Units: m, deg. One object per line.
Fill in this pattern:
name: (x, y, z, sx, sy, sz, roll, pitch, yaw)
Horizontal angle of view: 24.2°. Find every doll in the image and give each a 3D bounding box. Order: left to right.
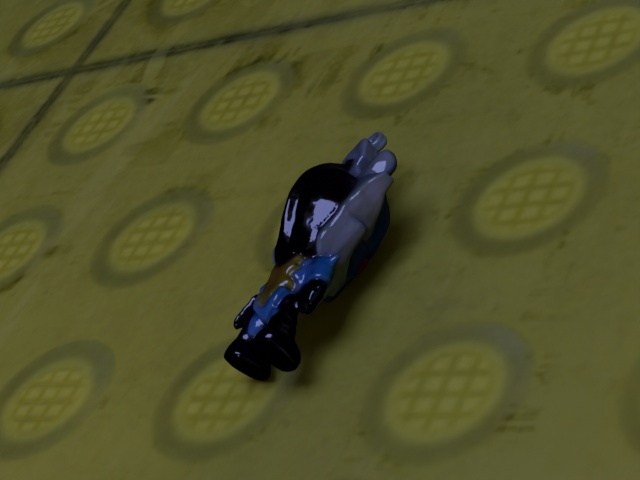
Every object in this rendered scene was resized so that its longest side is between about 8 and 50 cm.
doll: (0.000, 0.000, 0.949, 0.096, 0.070, 0.195, -20, 34, 50)
